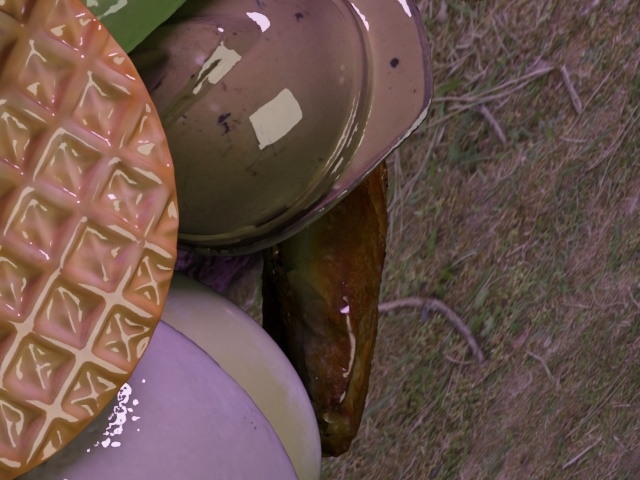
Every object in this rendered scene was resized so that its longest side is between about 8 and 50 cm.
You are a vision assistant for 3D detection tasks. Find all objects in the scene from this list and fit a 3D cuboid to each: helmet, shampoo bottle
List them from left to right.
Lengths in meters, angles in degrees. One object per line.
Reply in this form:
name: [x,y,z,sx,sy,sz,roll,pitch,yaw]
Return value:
shampoo bottle: [-0.169,0.189,0.907,0.317,0.322,0.323,-52,153,-49]
helmet: [-0.069,-0.104,0.892,0.257,0.204,0.137,-33,163,18]

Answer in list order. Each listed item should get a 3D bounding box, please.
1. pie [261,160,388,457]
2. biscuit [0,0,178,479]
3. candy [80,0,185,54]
pie: [0.000,0.000,1.082,0.288,0.102,0.355,92,1,-57]
biscuit: [-0.173,-0.014,0.724,0.204,0.040,0.309,-5,96,-23]
candy: [-0.145,-0.187,0.820,0.343,0.142,0.132,-47,135,-19]
